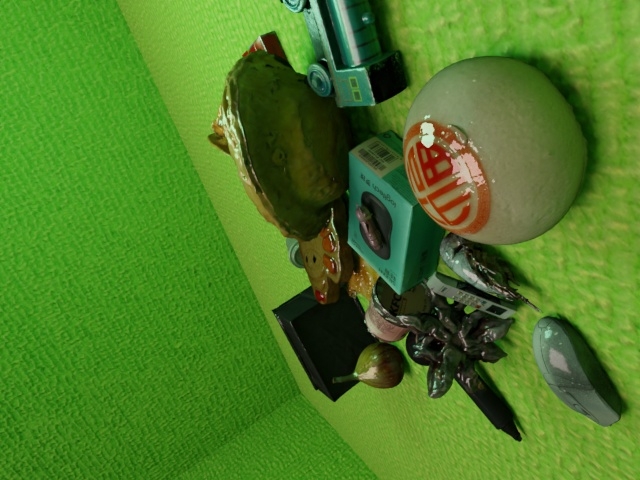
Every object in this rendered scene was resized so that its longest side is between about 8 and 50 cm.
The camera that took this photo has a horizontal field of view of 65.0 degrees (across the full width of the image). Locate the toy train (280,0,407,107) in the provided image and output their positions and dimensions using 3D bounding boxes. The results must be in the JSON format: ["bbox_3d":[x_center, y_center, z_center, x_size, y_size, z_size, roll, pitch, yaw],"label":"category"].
[{"bbox_3d":[0.040,-0.390,0.917,0.194,0.120,0.298,19,136,52],"label":"toy train"}]

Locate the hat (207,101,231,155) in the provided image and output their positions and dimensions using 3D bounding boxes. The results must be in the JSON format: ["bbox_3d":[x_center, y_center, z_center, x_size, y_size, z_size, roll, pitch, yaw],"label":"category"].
[{"bbox_3d":[-0.214,-0.393,1.544,0.234,0.244,0.233,24,116,13],"label":"hat"}]

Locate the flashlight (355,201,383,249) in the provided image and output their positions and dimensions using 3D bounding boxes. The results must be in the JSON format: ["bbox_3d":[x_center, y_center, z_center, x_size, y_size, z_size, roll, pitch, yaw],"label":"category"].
[{"bbox_3d":[0.102,-0.030,1.041,0.110,0.031,0.052,62,-176,-17],"label":"flashlight"}]

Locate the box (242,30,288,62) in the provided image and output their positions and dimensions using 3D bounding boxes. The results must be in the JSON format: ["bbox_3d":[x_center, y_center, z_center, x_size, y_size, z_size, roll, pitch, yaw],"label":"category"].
[{"bbox_3d":[-0.148,-0.477,1.351,0.112,0.048,0.175,65,160,-12],"label":"box"}]

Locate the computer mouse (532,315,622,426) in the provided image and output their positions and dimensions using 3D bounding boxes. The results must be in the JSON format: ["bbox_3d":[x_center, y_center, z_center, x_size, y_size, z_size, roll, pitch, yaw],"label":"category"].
[{"bbox_3d":[0.440,0.243,0.885,0.228,0.068,0.113,60,162,0],"label":"computer mouse"}]

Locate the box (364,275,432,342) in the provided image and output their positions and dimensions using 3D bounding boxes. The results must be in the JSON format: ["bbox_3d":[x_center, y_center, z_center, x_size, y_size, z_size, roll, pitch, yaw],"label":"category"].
[{"bbox_3d":[0.186,0.173,1.253,0.151,0.151,0.135,51,144,26],"label":"box"}]

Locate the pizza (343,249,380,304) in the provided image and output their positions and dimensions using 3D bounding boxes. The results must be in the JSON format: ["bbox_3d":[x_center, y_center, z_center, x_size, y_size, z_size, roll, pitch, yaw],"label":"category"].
[{"bbox_3d":[0.125,0.076,1.407,0.323,0.090,0.222,27,135,61],"label":"pizza"}]

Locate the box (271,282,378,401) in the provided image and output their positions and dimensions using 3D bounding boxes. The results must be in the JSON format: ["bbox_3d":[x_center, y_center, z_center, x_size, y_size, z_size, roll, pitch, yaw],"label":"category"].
[{"bbox_3d":[0.033,0.337,1.770,0.345,0.251,0.204,62,161,-10],"label":"box"}]

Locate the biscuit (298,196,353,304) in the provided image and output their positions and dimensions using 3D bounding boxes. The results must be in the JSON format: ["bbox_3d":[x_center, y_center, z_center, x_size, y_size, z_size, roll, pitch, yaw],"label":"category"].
[{"bbox_3d":[0.000,0.000,1.466,0.359,0.074,0.380,-175,81,-72],"label":"biscuit"}]

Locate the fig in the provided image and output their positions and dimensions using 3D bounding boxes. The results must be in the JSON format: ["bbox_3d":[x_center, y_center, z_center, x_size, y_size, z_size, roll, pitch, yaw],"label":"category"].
[{"bbox_3d":[0.158,0.410,1.645,0.160,0.231,0.143,75,-163,-51],"label":"fig"}]

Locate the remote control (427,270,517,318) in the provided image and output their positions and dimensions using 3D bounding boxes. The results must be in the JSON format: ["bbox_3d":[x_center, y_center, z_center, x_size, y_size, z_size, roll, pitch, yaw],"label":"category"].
[{"bbox_3d":[0.293,0.105,0.976,0.166,0.029,0.065,21,157,6],"label":"remote control"}]

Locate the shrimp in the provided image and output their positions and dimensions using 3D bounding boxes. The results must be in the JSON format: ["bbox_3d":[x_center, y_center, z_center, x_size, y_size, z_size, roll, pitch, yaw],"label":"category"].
[{"bbox_3d":[0.316,0.063,0.937,0.233,0.079,0.090,43,-169,34],"label":"shrimp"}]

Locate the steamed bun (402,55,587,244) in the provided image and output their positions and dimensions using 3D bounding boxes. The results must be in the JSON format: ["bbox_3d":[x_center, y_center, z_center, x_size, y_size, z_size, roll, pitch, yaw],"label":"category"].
[{"bbox_3d":[0.226,-0.116,0.737,0.283,0.177,0.283,50,159,28],"label":"steamed bun"}]

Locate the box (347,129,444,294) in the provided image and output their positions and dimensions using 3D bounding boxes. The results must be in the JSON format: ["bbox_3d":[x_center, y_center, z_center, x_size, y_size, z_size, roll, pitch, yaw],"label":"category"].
[{"bbox_3d":[0.161,-0.051,1.089,0.205,0.118,0.311,50,158,32],"label":"box"}]

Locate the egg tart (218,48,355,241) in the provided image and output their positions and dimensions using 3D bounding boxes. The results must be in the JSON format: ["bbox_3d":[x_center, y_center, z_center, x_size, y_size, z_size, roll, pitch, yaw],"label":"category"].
[{"bbox_3d":[-0.041,-0.215,1.109,0.443,0.178,0.442,-12,-90,-67],"label":"egg tart"}]

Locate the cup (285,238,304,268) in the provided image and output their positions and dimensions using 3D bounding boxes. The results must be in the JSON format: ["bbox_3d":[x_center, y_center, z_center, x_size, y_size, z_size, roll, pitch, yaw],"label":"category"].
[{"bbox_3d":[-0.068,0.023,1.797,0.141,0.120,0.120,-125,15,-58],"label":"cup"}]

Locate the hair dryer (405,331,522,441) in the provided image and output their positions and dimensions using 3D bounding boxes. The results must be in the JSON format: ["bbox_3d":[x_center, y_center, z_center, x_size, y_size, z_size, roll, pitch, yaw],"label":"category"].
[{"bbox_3d":[0.366,0.330,1.190,0.352,0.107,0.189,49,157,9],"label":"hair dryer"}]

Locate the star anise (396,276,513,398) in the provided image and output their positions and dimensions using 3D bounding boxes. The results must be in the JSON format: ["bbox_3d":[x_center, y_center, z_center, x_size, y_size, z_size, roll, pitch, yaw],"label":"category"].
[{"bbox_3d":[0.282,0.201,1.045,0.129,0.213,0.282,-171,60,-82],"label":"star anise"}]
